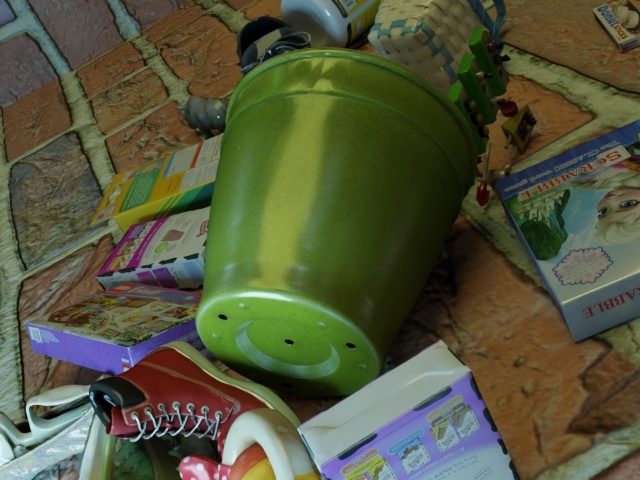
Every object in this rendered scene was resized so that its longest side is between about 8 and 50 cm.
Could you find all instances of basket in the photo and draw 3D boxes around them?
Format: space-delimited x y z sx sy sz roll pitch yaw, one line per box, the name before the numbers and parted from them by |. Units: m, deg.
basket | 0.232 -0.427 1.750 0.201 0.254 0.289 11 59 51

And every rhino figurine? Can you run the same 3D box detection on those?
rhino figurine | -0.251 -0.277 2.071 0.073 0.106 0.243 -41 32 -22

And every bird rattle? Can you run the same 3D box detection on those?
bird rattle | -0.055 0.267 0.956 0.143 0.206 0.253 4 29 -24

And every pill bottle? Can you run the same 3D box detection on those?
pill bottle | 0.077 -0.598 2.215 0.188 0.187 0.334 11 47 48

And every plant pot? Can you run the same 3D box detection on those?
plant pot | 0.000 0.000 1.226 0.367 0.366 0.352 -9 46 31

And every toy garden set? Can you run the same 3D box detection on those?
toy garden set | 0.262 -0.171 1.399 0.049 0.203 0.244 -4 47 35

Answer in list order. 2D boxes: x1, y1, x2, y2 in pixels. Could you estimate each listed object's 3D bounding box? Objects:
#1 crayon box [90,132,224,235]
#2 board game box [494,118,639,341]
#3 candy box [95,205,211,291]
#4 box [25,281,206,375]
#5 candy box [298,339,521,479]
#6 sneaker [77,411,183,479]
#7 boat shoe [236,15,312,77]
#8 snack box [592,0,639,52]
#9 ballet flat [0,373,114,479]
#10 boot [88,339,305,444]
crayon box | -0.277 -0.104 1.848 0.323 0.083 0.203 -18 31 16
board game box | 0.414 -0.044 1.183 0.319 0.066 0.318 -24 30 8
candy box | -0.262 0.022 1.648 0.234 0.071 0.159 -12 33 28
box | -0.294 0.135 1.446 0.293 0.057 0.201 5 21 45
candy box | 0.096 0.223 0.901 0.165 0.196 0.070 -31 29 -6
sneaker | -0.203 0.315 1.126 0.182 0.158 0.410 7 32 -1
boat shoe | -0.090 -0.374 2.042 0.187 0.156 0.500 -26 31 1
snack box | 0.542 -0.389 1.660 0.064 0.022 0.178 -23 30 13
ballet flat | -0.414 0.278 1.340 0.316 0.106 0.107 -27 31 3
boot | -0.152 0.221 1.110 0.244 0.088 0.176 27 26 23
